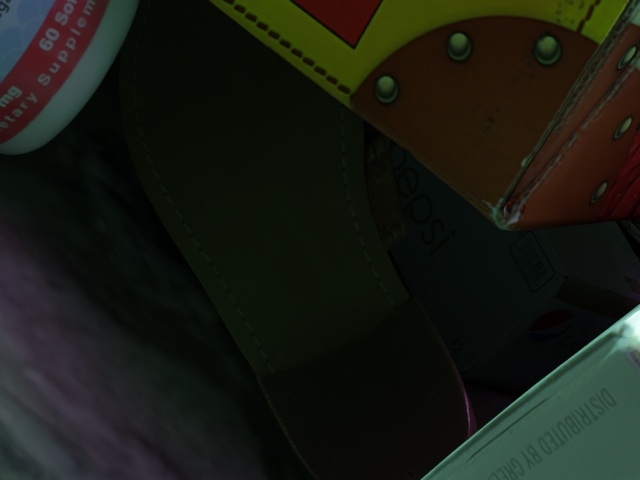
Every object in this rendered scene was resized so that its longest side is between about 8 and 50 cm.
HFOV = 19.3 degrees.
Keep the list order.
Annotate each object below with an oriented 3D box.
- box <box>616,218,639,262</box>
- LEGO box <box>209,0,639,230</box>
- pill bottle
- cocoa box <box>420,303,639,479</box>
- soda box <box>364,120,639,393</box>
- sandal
[{"bbox_3d":[0.186,0.035,0.888,0.207,0.036,0.114,45,27,-8],"label":"box"},{"bbox_3d":[0.009,-0.230,0.727,0.500,0.193,0.372,40,21,23],"label":"LEGO box"},{"bbox_3d":[-0.141,-0.098,0.583,0.160,0.087,0.087,30,31,-29],"label":"pill bottle"},{"bbox_3d":[0.185,0.088,0.519,0.347,0.231,0.228,-32,79,-39],"label":"cocoa box"},{"bbox_3d":[0.061,-0.038,0.816,0.074,0.069,0.216,17,39,-44],"label":"soda box"},{"bbox_3d":[-0.006,0.003,0.682,0.079,0.088,0.240,65,2,-63],"label":"sandal"}]
